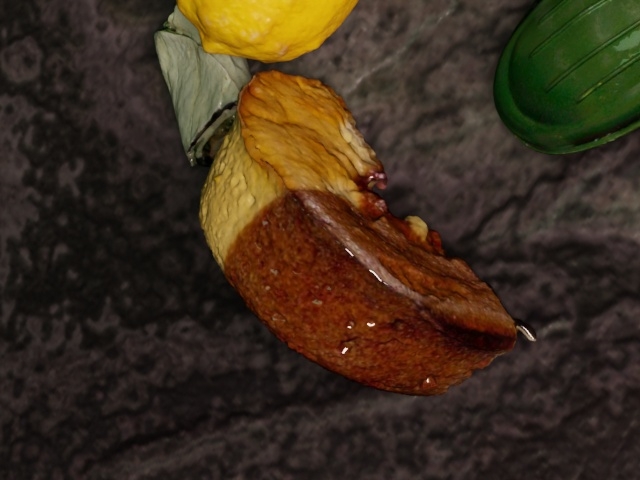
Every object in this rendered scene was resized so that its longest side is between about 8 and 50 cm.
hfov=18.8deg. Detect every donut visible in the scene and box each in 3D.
[{"bbox_3d":[0.000,-0.002,1.083,0.085,0.141,0.217,-50,53,24],"label":"donut"}]

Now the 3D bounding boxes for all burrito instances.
[{"bbox_3d":[-0.071,-0.105,1.192,0.074,0.044,0.118,-55,41,43],"label":"burrito"}]

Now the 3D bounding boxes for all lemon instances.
[{"bbox_3d":[-0.023,-0.174,1.133,0.114,0.114,0.155,36,96,34],"label":"lemon"}]

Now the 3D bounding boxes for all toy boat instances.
[{"bbox_3d":[0.177,-0.120,1.027,0.210,0.052,0.104,-34,66,25],"label":"toy boat"}]
